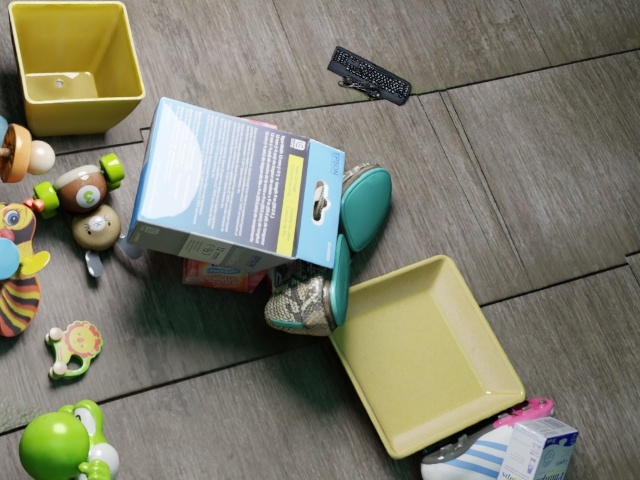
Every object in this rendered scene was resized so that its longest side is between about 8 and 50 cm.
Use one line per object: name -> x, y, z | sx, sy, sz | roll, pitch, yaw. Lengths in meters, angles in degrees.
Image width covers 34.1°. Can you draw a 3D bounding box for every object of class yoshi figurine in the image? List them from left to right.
yoshi figurine -> -0.391, 0.419, 1.620 | 0.204, 0.203, 0.362 | -5, 65, -17

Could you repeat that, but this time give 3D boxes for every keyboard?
keyboard -> 0.111, -0.361, 2.299 | 0.192, 0.038, 0.100 | 25, 59, -9

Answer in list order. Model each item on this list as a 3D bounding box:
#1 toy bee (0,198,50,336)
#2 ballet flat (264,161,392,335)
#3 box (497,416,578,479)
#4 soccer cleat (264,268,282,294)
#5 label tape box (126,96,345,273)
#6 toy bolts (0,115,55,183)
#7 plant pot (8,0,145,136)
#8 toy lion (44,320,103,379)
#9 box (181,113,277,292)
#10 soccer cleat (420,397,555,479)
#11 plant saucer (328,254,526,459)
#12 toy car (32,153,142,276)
toy bee -> -0.520, 0.003, 1.750 | 0.195, 0.298, 0.162 | 28, 42, 30
ballet flat -> 0.000, 0.000, 1.988 | 0.182, 0.164, 0.483 | -1, 36, 20
box -> 0.399, 0.405, 1.924 | 0.126, 0.072, 0.137 | 3, 107, -48
soccer cleat -> -0.094, 0.066, 2.011 | 0.036, 0.029, 0.083 | -21, 78, -38
label tape box -> -0.143, -0.081, 1.835 | 0.348, 0.115, 0.249 | 15, 62, -17
toy bolts -> -0.581, -0.135, 1.852 | 0.158, 0.218, 0.228 | 9, 29, -33
plant pot -> -0.467, -0.303, 1.943 | 0.212, 0.187, 0.212 | -6, 69, -25
toy lion -> -0.425, 0.188, 1.813 | 0.096, 0.034, 0.100 | 1, 65, -30
box -> -0.170, -0.071, 1.972 | 0.142, 0.154, 0.300 | 9, 62, -18
soccer cleat -> 0.324, 0.405, 1.982 | 0.331, 0.116, 0.143 | -19, 98, -32
plant saucer -> 0.181, 0.225, 2.009 | 0.333, 0.081, 0.332 | -18, 71, -29
toy car -> -0.405, -0.035, 1.874 | 0.155, 0.149, 0.188 | -26, 89, -18
